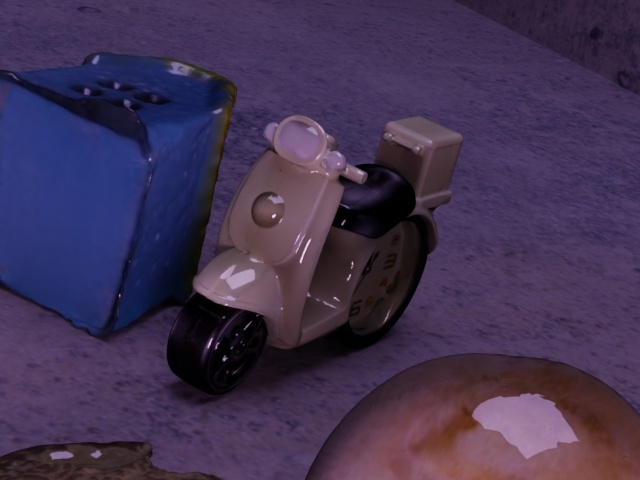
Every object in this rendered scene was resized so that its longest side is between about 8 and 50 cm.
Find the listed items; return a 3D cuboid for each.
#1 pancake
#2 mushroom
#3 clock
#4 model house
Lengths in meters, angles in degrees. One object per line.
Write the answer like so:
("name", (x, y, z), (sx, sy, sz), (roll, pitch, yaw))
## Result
("pancake", (-0.185, 0.204, 1.279), (0.212, 0.029, 0.235), (-12, 20, -31))
("mushroom", (0.134, 0.220, 1.205), (0.292, 0.292, 0.290), (20, 4, 15))
("clock", (0.000, 0.000, 1.666), (0.120, 0.276, 0.379), (25, 19, 26))
("model house", (-0.204, -0.067, 1.741), (0.215, 0.237, 0.303), (23, 22, 25))
